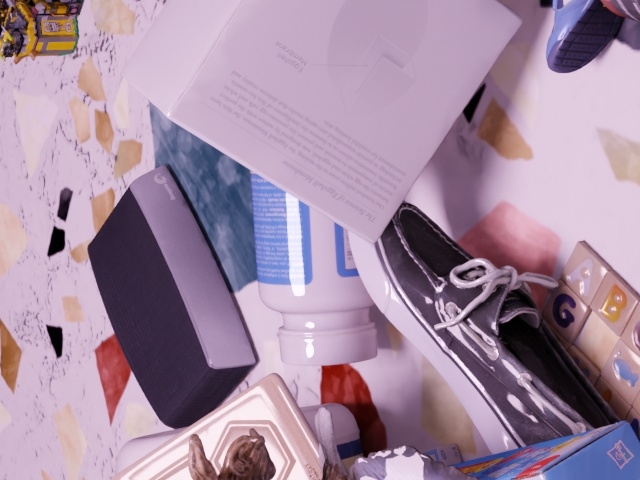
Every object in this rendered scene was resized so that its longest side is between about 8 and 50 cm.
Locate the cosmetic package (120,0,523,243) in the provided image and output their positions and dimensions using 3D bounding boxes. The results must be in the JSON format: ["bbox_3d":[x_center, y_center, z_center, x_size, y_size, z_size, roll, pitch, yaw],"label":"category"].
[{"bbox_3d":[-0.001,-0.156,1.427,0.225,0.224,0.138,-57,30,3],"label":"cosmetic package"}]

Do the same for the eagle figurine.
[{"bbox_3d":[0.045,0.265,1.310,0.298,0.226,0.225,18,90,17],"label":"eagle figurine"}]

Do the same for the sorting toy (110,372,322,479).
[{"bbox_3d":[-0.064,0.243,1.501,0.208,0.038,0.193,-35,78,22],"label":"sorting toy"}]

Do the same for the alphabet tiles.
[{"bbox_3d":[0.245,0.149,1.415,0.237,0.009,0.198,48,130,37],"label":"alphabet tiles"}]

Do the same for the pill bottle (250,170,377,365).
[{"bbox_3d":[0.000,0.000,1.608,0.124,0.124,0.221,2,97,51],"label":"pill bottle"}]

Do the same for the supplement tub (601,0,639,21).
[{"bbox_3d":[0.292,-0.193,1.225,0.198,0.106,0.106,22,113,48],"label":"supplement tub"}]

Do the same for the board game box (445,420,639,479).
[{"bbox_3d":[0.193,0.310,1.336,0.308,0.086,0.302,63,153,1],"label":"board game box"}]

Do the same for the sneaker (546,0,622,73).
[{"bbox_3d":[0.209,-0.202,1.374,0.059,0.053,0.144,38,115,41],"label":"sneaker"}]

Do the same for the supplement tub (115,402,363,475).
[{"bbox_3d":[-0.055,0.330,1.640,0.235,0.235,0.325,-15,84,52],"label":"supplement tub"}]

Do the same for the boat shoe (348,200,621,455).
[{"bbox_3d":[0.138,0.067,1.442,0.105,0.113,0.306,-50,60,35],"label":"boat shoe"}]

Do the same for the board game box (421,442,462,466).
[{"bbox_3d":[0.105,0.273,1.596,0.103,0.026,0.154,-28,74,50],"label":"board game box"}]

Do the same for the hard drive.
[{"bbox_3d":[-0.170,0.066,1.888,0.172,0.054,0.255,-49,58,43],"label":"hard drive"}]

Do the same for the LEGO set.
[{"bbox_3d":[-0.370,-0.364,1.964,0.255,0.192,0.331,60,137,26],"label":"LEGO set"}]
